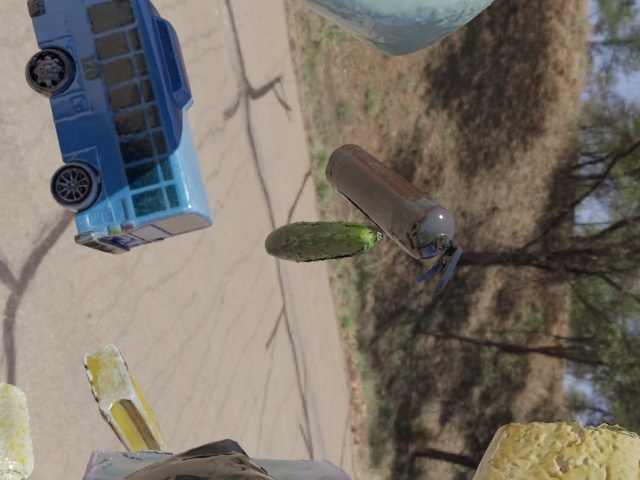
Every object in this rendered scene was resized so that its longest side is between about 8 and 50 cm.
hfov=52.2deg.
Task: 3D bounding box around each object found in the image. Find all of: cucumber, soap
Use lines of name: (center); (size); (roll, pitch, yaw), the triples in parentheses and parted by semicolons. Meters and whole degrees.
cucumber: (0.000, 0.000, 1.056); (0.069, 0.227, 0.069); (5, 84, -52)
soap: (-0.441, 0.379, 1.489); (0.173, 0.089, 0.274); (52, -21, 38)

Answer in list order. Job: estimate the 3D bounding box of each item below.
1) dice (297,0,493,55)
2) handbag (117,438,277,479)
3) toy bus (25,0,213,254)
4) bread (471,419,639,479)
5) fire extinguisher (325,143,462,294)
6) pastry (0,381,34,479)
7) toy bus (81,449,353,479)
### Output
dice: (0.013, -0.295, 0.409); (0.264, 0.263, 0.268); (-57, -152, 16)
handbag: (-0.117, 0.194, 0.358); (0.080, 0.247, 0.223); (69, -22, 1)
toy bus: (-0.186, -0.115, 0.625); (0.116, 0.134, 0.233); (68, 7, -83)
bread: (0.171, 0.187, 0.463); (0.106, 0.125, 0.082); (-46, 125, -45)
fire extinguisher: (0.093, -0.034, 0.832); (0.072, 0.089, 0.267); (42, 2, -43)
pastry: (-0.652, 0.397, 1.328); (0.121, 0.089, 0.258); (22, 26, -37)
toy bus: (-0.106, 0.292, 0.695); (0.138, 0.317, 0.112); (41, -66, 61)
